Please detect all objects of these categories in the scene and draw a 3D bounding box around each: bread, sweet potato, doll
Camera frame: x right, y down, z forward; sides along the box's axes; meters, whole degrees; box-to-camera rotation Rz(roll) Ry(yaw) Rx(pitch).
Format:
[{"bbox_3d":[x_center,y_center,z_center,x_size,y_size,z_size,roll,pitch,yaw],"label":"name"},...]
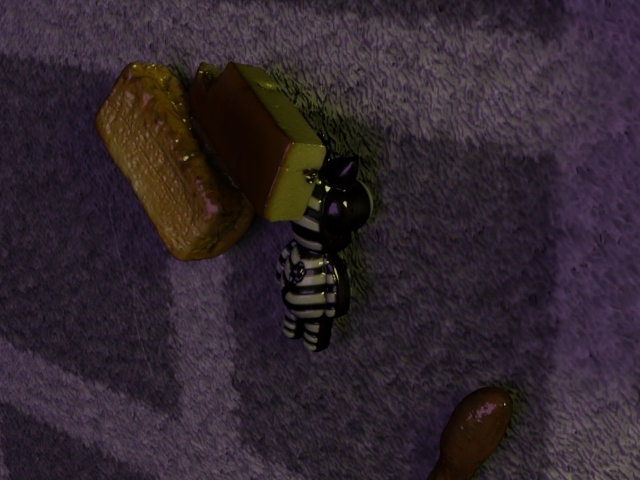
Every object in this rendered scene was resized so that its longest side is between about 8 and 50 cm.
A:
[{"bbox_3d":[-0.149,-0.082,1.286,0.211,0.083,0.114,56,132,16],"label":"bread"},{"bbox_3d":[0.119,0.207,1.134,0.050,0.050,0.214,43,129,27],"label":"sweet potato"},{"bbox_3d":[-0.065,-0.108,1.168,0.226,0.049,0.088,56,136,48],"label":"bread"},{"bbox_3d":[0.000,0.000,1.176,0.091,0.067,0.219,29,124,40],"label":"doll"}]
